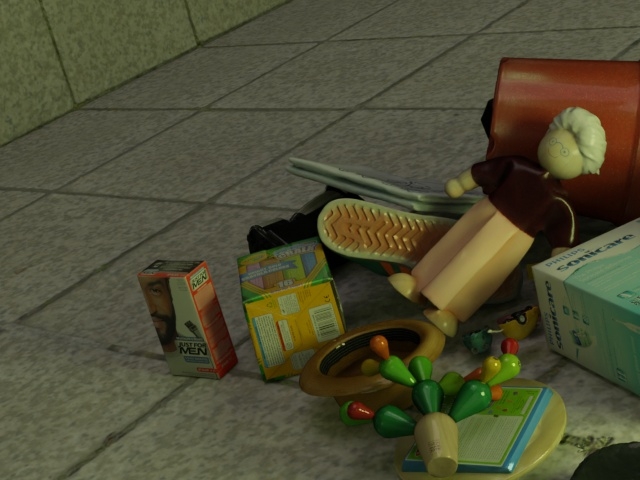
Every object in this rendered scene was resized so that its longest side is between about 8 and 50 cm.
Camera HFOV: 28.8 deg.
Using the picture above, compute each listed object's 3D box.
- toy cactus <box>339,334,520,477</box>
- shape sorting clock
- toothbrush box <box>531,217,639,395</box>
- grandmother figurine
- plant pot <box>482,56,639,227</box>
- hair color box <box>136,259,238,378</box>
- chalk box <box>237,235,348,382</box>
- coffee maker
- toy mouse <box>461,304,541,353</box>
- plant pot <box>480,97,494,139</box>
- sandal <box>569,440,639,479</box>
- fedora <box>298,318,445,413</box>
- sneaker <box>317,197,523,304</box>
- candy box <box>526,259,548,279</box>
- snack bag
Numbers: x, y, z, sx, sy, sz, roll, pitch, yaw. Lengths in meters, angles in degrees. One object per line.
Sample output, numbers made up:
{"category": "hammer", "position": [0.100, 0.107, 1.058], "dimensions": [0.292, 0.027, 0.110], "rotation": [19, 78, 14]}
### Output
{"category": "toy cactus", "position": [0.127, 0.183, 1.403], "dimensions": [0.219, 0.112, 0.180], "rotation": [-10, 36, 3]}
{"category": "shape sorting clock", "position": [0.182, 0.224, 1.425], "dimensions": [0.206, 0.040, 0.206], "rotation": [-17, 26, 8]}
{"category": "toothbrush box", "position": [0.430, 0.081, 1.491], "dimensions": [0.216, 0.126, 0.295], "rotation": [-23, 24, -21]}
{"category": "grandmother figurine", "position": [0.254, -0.029, 1.652], "dimensions": [0.342, 0.208, 0.104], "rotation": [-51, -11, 10]}
{"category": "plant pot", "position": [0.375, -0.148, 1.791], "dimensions": [0.265, 0.272, 0.272], "rotation": [8, 26, 7]}
{"category": "hair color box", "position": [-0.188, 0.112, 1.767], "dimensions": [0.093, 0.167, 0.053], "rotation": [0, 27, 35]}
{"category": "chalk box", "position": [-0.042, 0.086, 1.785], "dimensions": [0.132, 0.132, 0.213], "rotation": [-16, 21, -1]}
{"category": "coffee maker", "position": [0.000, 0.000, 1.977], "dimensions": [0.178, 0.120, 0.171], "rotation": [-31, 27, -32]}
{"category": "toy mouse", "position": [0.240, 0.119, 1.637], "dimensions": [0.161, 0.031, 0.143], "rotation": [-21, -4, -33]}
{"category": "plant pot", "position": [0.374, -0.155, 1.993], "dimensions": [0.188, 0.167, 0.187], "rotation": [-15, -5, 2]}
{"category": "sandal", "position": [0.242, 0.299, 1.119], "dimensions": [0.167, 0.107, 0.446], "rotation": [-5, 24, 24]}
{"category": "fedora", "position": [0.072, 0.171, 1.576], "dimensions": [0.194, 0.079, 0.194], "rotation": [-18, 20, 7]}
{"category": "sneaker", "position": [0.144, 0.013, 1.793], "dimensions": [0.302, 0.108, 0.121], "rotation": [20, -2, 5]}
{"category": "candy box", "position": [0.392, 0.027, 1.728], "dimensions": [0.206, 0.027, 0.105], "rotation": [-10, -6, 13]}
{"category": "snack bag", "position": [0.169, -0.079, 1.962], "dimensions": [0.342, 0.037, 0.323], "rotation": [5, 9, -39]}
